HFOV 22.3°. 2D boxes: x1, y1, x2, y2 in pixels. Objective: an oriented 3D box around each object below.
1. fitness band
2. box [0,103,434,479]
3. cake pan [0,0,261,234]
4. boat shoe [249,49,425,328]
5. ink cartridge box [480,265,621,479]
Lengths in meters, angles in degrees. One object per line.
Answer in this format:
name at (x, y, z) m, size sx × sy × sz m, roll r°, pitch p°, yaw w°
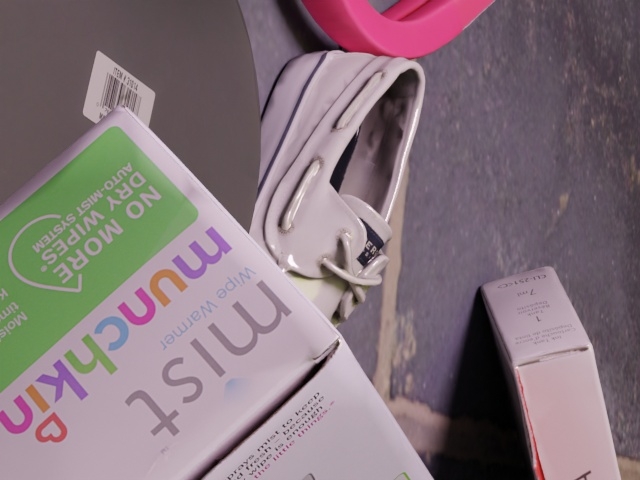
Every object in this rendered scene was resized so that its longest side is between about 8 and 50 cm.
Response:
fitness band at (0.048, -0.234, 1.082) m, size 0.291 × 0.054 × 0.209 m, roll -43°, pitch 123°, yaw -52°
box at (-0.096, 0.123, 0.575) m, size 0.262 × 0.127 × 0.231 m, roll -41°, pitch 152°, yaw -5°
cake pan at (-0.118, -0.060, 0.791) m, size 0.293 × 0.054 × 0.293 m, roll 4°, pitch 85°, yaw -59°
boat shoe at (0.000, 0.000, 0.953) m, size 0.096 × 0.088 × 0.267 m, roll 56°, pitch 44°, yaw -43°
ink cartridge box at (0.194, 0.206, 1.186) m, size 0.261 × 0.066 × 0.296 m, roll -98°, pitch 172°, yaw -65°
